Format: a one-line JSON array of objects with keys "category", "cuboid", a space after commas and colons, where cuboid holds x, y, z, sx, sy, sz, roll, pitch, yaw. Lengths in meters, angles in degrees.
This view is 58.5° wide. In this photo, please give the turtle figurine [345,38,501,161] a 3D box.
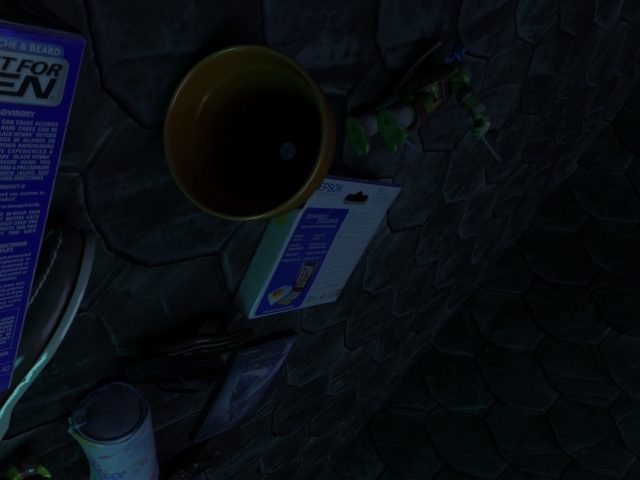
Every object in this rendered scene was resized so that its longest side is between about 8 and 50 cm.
[{"category": "turtle figurine", "cuboid": [0.194, -0.199, 1.036, 0.266, 0.197, 0.275, -28, 141, -31]}]

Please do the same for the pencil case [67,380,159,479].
[{"category": "pencil case", "cuboid": [-0.347, 0.361, 0.981, 0.124, 0.113, 0.273, -22, 141, -28]}]

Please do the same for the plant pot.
[{"category": "plant pot", "cuboid": [-0.068, -0.126, 0.748, 0.205, 0.205, 0.188, -56, 168, 9]}]

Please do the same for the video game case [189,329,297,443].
[{"category": "video game case", "cuboid": [-0.174, 0.331, 1.304, 0.196, 0.026, 0.274, -4, 126, -55]}]

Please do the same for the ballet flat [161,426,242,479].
[{"category": "ballet flat", "cuboid": [-0.283, 0.508, 1.326, 0.249, 0.058, 0.084, -28, 106, -46]}]

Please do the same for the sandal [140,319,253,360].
[{"category": "sandal", "cuboid": [-0.215, 0.175, 1.017, 0.219, 0.060, 0.090, -4, 155, -36]}]

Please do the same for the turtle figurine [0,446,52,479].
[{"category": "turtle figurine", "cuboid": [-0.504, 0.420, 0.841, 0.217, 0.087, 0.270, -38, 142, -39]}]

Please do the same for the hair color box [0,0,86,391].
[{"category": "hair color box", "cuboid": [-0.312, -0.045, 0.461, 0.110, 0.185, 0.339, -7, 129, -52]}]

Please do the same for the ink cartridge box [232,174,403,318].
[{"category": "ink cartridge box", "cuboid": [0.000, 0.000, 1.125, 0.303, 0.072, 0.307, -1, 123, -55]}]

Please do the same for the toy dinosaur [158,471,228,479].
[{"category": "toy dinosaur", "cuboid": [-0.352, 0.546, 1.153, 0.321, 0.164, 0.218, -36, 153, -22]}]

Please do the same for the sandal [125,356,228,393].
[{"category": "sandal", "cuboid": [-0.249, 0.245, 1.002, 0.097, 0.055, 0.254, -21, 161, 16]}]

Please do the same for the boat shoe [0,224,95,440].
[{"category": "boat shoe", "cuboid": [-0.369, 0.115, 0.654, 0.096, 0.116, 0.324, 27, 103, -33]}]
